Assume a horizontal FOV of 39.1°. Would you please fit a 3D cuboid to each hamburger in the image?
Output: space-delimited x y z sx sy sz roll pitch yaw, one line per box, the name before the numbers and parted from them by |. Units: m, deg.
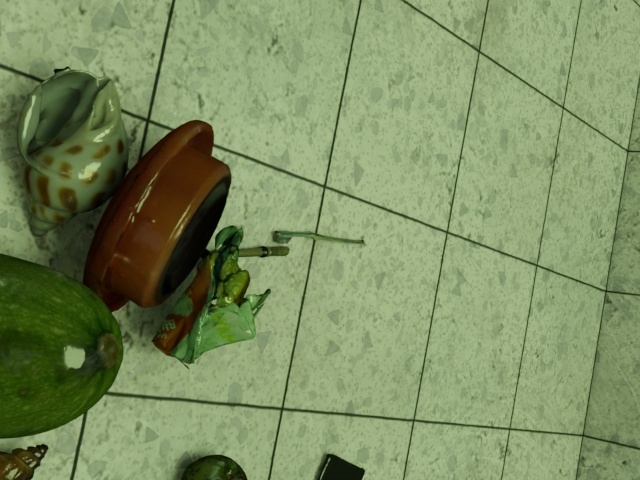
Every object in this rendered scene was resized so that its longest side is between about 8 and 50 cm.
hamburger | -0.179 0.118 1.635 0.150 0.260 0.276 31 69 -4

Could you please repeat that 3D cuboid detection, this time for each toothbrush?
toothbrush | 0.002 -0.005 2.003 0.294 0.026 0.028 1 112 -47

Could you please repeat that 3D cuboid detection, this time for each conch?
conch | -0.531 0.408 1.432 0.232 0.086 0.080 -55 171 -13
conch | -0.405 -0.133 1.458 0.183 0.149 0.275 24 83 -9

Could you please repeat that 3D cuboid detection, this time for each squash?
squash | -0.443 0.177 1.329 0.310 0.309 0.310 -9 102 -46

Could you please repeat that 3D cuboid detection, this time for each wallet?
wallet | 0.010 0.643 2.080 0.146 0.030 0.285 40 67 -46

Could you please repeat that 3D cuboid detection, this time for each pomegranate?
pomegranate | -0.206 0.501 1.758 0.138 0.126 0.163 -23 112 -58

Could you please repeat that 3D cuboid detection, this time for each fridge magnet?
fridge magnet | -0.267 -0.033 1.506 0.363 0.155 0.363 -60 177 -5

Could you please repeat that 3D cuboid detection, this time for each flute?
flute | -0.148 0.025 1.842 0.233 0.027 0.027 -2 96 -47
